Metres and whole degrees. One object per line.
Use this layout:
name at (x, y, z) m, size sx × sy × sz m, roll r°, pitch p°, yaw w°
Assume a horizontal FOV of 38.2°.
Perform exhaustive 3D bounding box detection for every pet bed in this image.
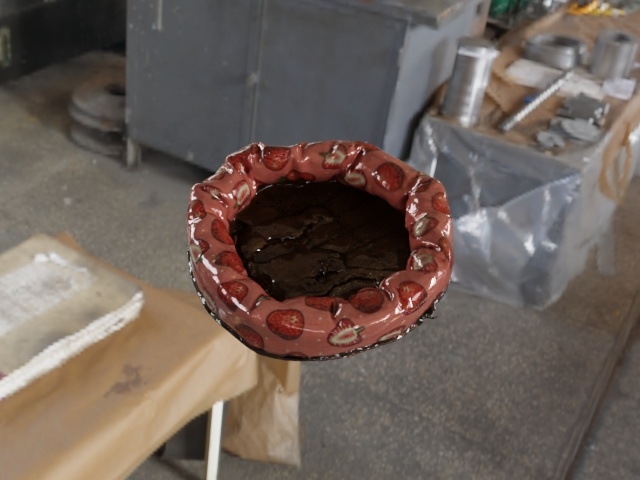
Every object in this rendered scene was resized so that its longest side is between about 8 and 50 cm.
pet bed at (0.000, 0.000, 0.649) m, size 0.201 × 0.053 × 0.201 m, roll -1°, pitch 48°, yaw 1°
